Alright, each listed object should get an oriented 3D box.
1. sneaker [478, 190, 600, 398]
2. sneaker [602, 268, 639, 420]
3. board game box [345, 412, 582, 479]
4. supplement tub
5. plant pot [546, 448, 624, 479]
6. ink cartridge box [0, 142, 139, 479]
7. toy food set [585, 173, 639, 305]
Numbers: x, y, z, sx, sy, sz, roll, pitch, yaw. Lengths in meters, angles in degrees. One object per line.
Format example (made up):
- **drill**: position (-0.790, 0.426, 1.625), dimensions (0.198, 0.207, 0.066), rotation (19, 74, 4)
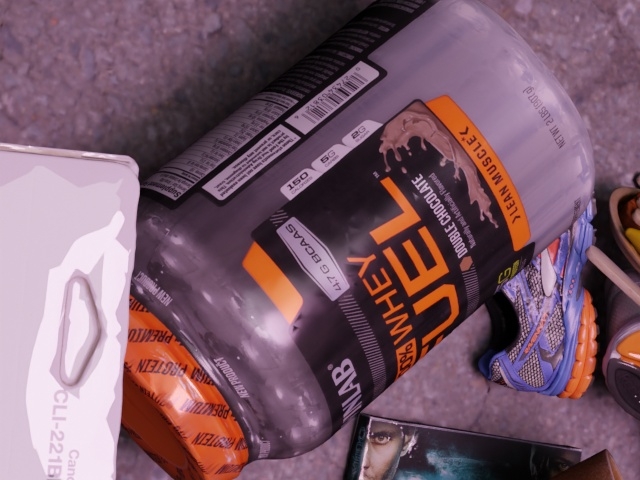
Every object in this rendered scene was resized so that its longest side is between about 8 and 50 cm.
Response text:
- **sneaker**: position (0.154, 0.010, 1.313), dimensions (0.087, 0.083, 0.221), rotation (-3, 87, -12)
- **sneaker**: position (0.293, 0.120, 1.370), dimensions (0.099, 0.121, 0.262), rotation (-21, 127, 16)
- **board game box**: position (0.103, 0.203, 1.321), dimensions (0.186, 0.026, 0.126), rotation (11, 87, -24)
- **supplement tub**: position (0.000, 0.000, 1.171), dimensions (0.338, 0.207, 0.207), rotation (-40, 106, -18)
- **plant pot**: position (0.126, 0.301, 1.223), dimensions (0.254, 0.237, 0.237), rotation (-23, 102, 9)
- **ink cartridge box**: position (-0.206, 0.044, 1.041), dimensions (0.114, 0.273, 0.197), rotation (5, 89, -25)
- **toy food set**: position (0.269, 0.004, 1.306), dimensions (0.132, 0.038, 0.192), rotation (42, 30, 2)
